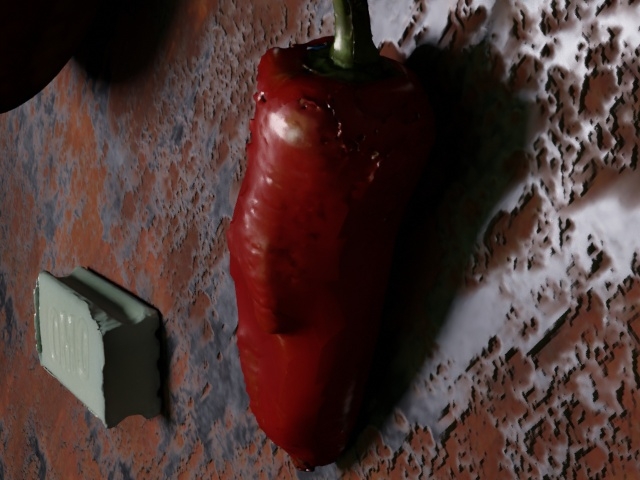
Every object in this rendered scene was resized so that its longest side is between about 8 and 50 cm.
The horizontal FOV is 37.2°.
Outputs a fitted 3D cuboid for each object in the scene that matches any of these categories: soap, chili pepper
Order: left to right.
[{"bbox_3d":[-0.230,0.103,0.970,0.198,0.063,0.115,17,111,54],"label":"soap"},{"bbox_3d":[0.000,0.000,0.558,0.110,0.110,0.388,47,140,41],"label":"chili pepper"}]

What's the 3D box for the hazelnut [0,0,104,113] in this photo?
[{"bbox_3d":[-0.349,-0.296,0.797,0.402,0.402,0.429,55,134,34],"label":"hazelnut"}]
